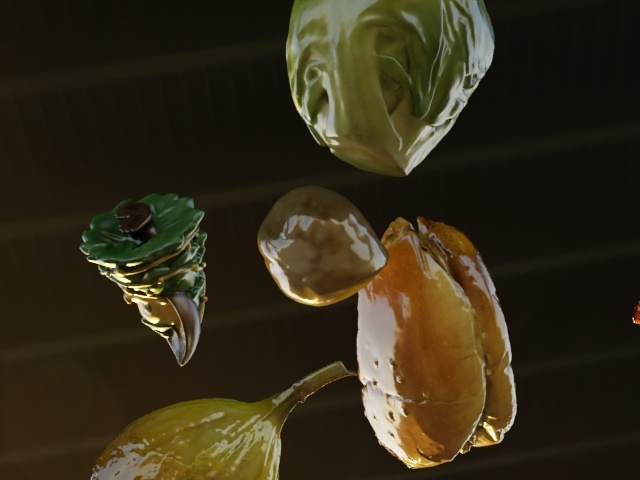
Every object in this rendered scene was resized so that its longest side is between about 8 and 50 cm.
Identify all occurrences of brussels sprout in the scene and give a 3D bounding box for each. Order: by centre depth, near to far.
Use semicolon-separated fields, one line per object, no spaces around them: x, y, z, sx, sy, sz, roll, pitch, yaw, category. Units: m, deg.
0.067;-0.174;1.439;0.223;0.161;0.223;-26;-51;-38;brussels sprout

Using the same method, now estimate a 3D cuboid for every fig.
-0.073;0.184;1.289;0.257;0.159;0.159;-39;-48;7;fig

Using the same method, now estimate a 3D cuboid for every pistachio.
0.000;0.000;1.488;0.126;0.185;0.108;2;-75;-11;pistachio

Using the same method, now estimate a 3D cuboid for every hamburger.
0.120;0.117;1.582;0.144;0.156;0.283;-18;-60;-20;hamburger

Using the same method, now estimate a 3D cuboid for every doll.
-0.093;0.020;0.999;0.076;0.078;0.113;-35;-56;1;doll

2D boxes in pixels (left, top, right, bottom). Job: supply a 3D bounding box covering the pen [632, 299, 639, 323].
0.399;0.094;1.452;0.218;0.026;0.026;16;-33;30;pen
